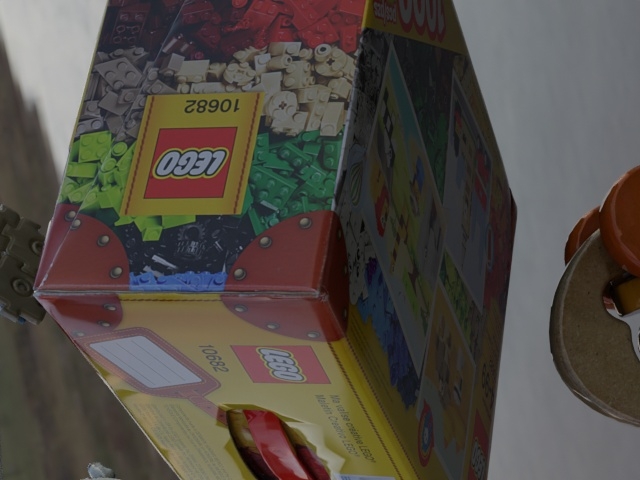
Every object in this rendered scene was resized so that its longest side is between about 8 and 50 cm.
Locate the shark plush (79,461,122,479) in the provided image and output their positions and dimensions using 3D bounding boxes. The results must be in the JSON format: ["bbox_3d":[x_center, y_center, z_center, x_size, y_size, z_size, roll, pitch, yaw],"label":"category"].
[{"bbox_3d":[-0.184,0.258,1.699,0.073,0.161,0.067,-38,-54,-58],"label":"shark plush"}]

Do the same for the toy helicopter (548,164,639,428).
[{"bbox_3d":[0.341,0.088,1.314,0.140,0.355,0.235,114,163,-74],"label":"toy helicopter"}]

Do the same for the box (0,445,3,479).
[{"bbox_3d":[-0.389,0.085,1.495,0.262,0.126,0.231,52,-159,-50],"label":"box"}]

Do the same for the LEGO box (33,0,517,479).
[{"bbox_3d":[0.000,0.000,1.350,0.500,0.193,0.372,63,-149,-56],"label":"LEGO box"}]

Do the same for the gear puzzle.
[{"bbox_3d":[-0.474,-0.014,2.207,0.044,0.339,0.175,-50,15,36],"label":"gear puzzle"}]
